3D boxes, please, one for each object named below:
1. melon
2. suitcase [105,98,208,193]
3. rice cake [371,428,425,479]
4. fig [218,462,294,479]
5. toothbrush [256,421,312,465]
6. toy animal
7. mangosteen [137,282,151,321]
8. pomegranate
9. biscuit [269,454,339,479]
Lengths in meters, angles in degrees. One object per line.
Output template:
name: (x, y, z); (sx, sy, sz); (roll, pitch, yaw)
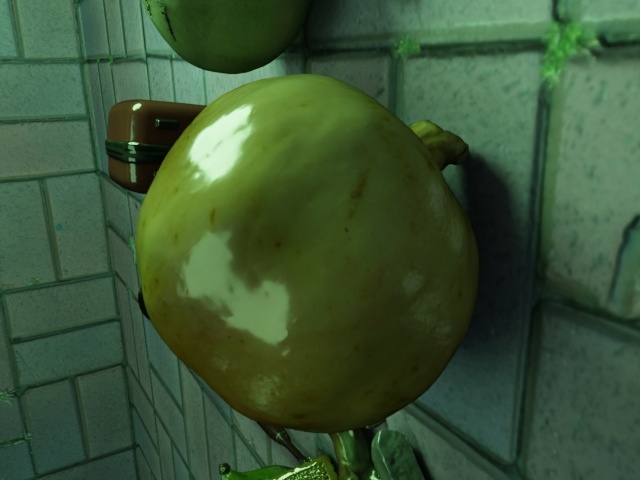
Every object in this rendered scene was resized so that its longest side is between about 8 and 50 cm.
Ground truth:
melon: (-0.140, -0.394, 0.870); (0.268, 0.269, 0.330); (67, 157, 21)
suitcase: (-0.228, -0.166, 1.080); (0.236, 0.297, 0.161); (18, 107, 58)
rice cake: (0.173, 0.456, 0.820); (0.070, 0.064, 0.399); (109, 140, -57)
fig: (-0.131, 0.543, 1.194); (0.203, 0.235, 0.203); (-46, 23, 25)
toothbrush: (-0.115, 0.423, 1.350); (0.364, 0.041, 0.040); (22, 119, 56)
toy animal: (0.048, 0.361, 0.986); (0.157, 0.097, 0.312); (145, 112, -66)
mangosteen: (-0.356, 0.142, 1.537); (0.216, 0.216, 0.216); (29, 125, 54)
pomegranate: (0.000, 0.000, 0.677); (0.411, 0.412, 0.411); (29, 125, 54)
biscuit: (-0.014, 0.538, 1.064); (0.029, 0.172, 0.254); (73, 172, -56)
